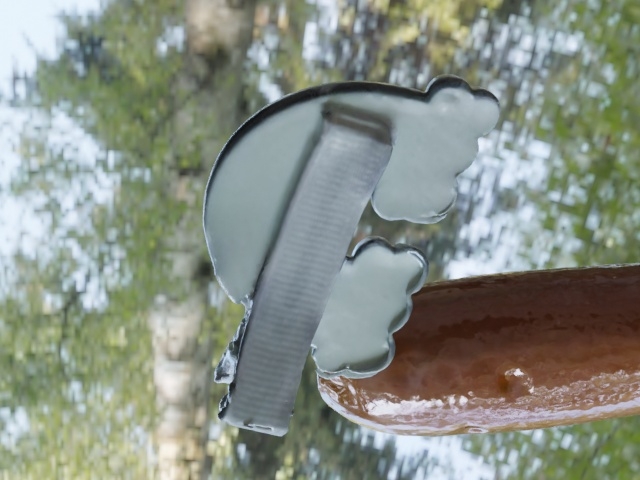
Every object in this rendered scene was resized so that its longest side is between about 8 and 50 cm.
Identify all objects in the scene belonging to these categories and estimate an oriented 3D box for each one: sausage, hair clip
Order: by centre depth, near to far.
[{"bbox_3d":[0.000,0.000,0.975,0.140,0.220,0.054,17,-164,-15],"label":"hair clip"},{"bbox_3d":[0.127,0.073,1.166,0.259,0.114,0.114,-6,-130,3],"label":"sausage"}]
